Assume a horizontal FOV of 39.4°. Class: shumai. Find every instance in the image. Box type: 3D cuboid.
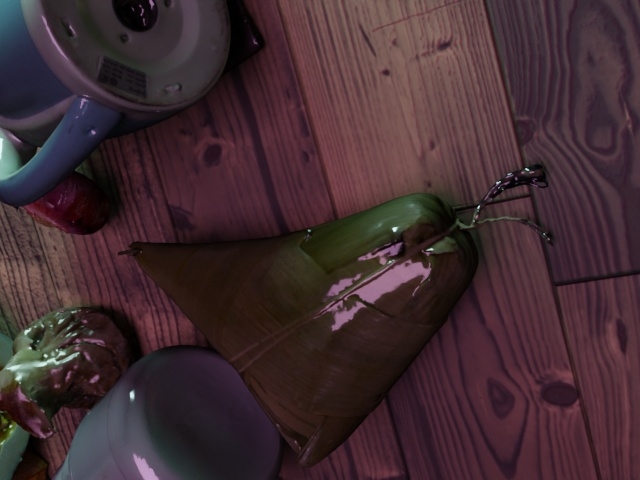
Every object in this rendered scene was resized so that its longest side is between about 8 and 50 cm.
[{"bbox_3d":[-0.384,0.193,1.297,0.206,0.175,0.166,-13,98,24],"label":"shumai"}]

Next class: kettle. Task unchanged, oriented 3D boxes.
[{"bbox_3d":[-0.314,-0.199,1.093,0.342,0.247,0.319,-16,55,47],"label":"kettle"}]

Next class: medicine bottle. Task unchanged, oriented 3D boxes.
[{"bbox_3d":[-0.221,0.310,1.212,0.245,0.245,0.306,49,127,6],"label":"medicine bottle"}]

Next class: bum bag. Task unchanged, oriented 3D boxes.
[{"bbox_3d":[-0.145,-0.289,1.138,0.109,0.026,0.159,-26,87,29],"label":"bum bag"}]

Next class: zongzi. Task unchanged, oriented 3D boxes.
[{"bbox_3d":[0.000,0.000,1.067,0.418,0.181,0.447,41,115,11],"label":"zongzi"}]

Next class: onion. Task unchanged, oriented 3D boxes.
[{"bbox_3d":[-0.357,-0.084,1.250,0.150,0.150,0.140,15,74,21],"label":"onion"}]

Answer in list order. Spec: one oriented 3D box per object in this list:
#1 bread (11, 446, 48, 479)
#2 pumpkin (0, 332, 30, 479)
[{"bbox_3d":[-0.577,0.432,1.479,0.260,0.134,0.129,-16,98,28],"label":"bread"},{"bbox_3d":[-0.608,0.271,1.369,0.197,0.293,0.263,-4,142,30],"label":"pumpkin"}]
